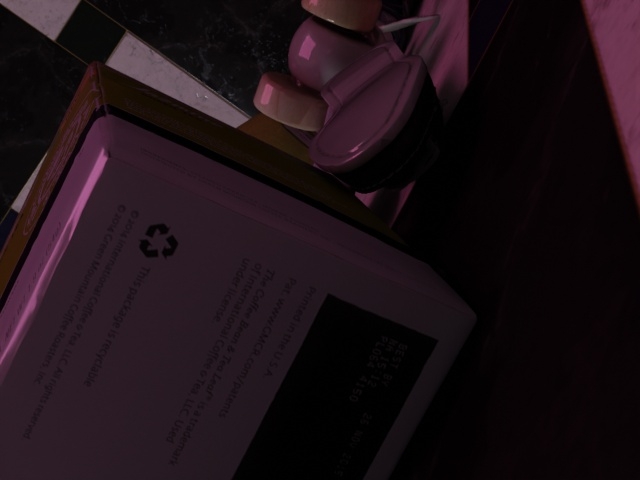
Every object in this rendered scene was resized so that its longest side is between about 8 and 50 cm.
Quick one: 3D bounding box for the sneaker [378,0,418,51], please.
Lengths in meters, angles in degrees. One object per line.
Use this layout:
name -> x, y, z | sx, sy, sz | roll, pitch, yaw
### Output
sneaker -> 0.088, -0.311, 1.425 | 0.121, 0.111, 0.300 | -168, 95, -74

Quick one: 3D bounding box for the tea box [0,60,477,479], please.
tea box -> -0.115, 0.093, 0.668 | 0.329, 0.220, 0.323 | -62, 19, 8

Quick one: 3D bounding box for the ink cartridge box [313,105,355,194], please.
ink cartridge box -> 0.000, 0.000, 1.022 | 0.224, 0.045, 0.223 | -73, -5, -49

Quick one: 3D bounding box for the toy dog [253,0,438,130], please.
toy dog -> 0.061, -0.207, 1.176 | 0.333, 0.161, 0.220 | -51, -12, -50

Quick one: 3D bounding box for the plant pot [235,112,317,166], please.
plant pot -> -0.113, -0.051, 1.570 | 0.293, 0.275, 0.275 | -50, 10, 16

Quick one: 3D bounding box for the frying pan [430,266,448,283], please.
frying pan -> 0.028, 0.043, 0.785 | 0.326, 0.053, 0.197 | -45, 24, 46

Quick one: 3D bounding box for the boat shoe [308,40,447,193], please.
boat shoe -> 0.060, -0.093, 0.849 | 0.114, 0.091, 0.302 | -34, 15, 17
